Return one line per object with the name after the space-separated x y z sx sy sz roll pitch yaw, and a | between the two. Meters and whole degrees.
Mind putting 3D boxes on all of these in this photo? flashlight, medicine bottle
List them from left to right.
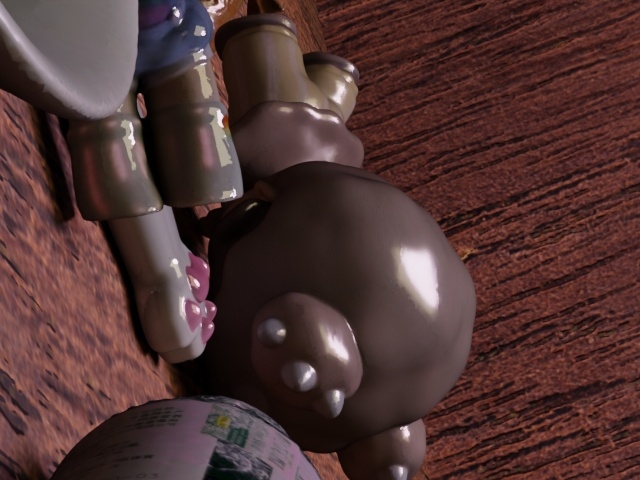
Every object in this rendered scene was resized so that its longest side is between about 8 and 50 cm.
-0.111 -0.017 1.249 0.093 0.047 0.200 -87 161 -65 | flashlight
-0.064 0.151 0.831 0.293 0.141 0.141 -75 149 -78 | medicine bottle

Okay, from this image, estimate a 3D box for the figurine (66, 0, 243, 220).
-0.137 -0.204 1.146 0.205 0.224 0.382 -168 -96 -75 | figurine

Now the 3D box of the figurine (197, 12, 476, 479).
0.000 -0.001 1.476 0.248 0.203 0.381 60 14 -53 | figurine

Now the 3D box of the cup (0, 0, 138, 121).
-0.179 -0.178 0.531 0.347 0.163 0.347 -16 90 -84 | cup

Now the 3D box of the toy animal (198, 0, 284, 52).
-0.113 -0.244 1.668 0.179 0.089 0.188 32 46 -58 | toy animal
